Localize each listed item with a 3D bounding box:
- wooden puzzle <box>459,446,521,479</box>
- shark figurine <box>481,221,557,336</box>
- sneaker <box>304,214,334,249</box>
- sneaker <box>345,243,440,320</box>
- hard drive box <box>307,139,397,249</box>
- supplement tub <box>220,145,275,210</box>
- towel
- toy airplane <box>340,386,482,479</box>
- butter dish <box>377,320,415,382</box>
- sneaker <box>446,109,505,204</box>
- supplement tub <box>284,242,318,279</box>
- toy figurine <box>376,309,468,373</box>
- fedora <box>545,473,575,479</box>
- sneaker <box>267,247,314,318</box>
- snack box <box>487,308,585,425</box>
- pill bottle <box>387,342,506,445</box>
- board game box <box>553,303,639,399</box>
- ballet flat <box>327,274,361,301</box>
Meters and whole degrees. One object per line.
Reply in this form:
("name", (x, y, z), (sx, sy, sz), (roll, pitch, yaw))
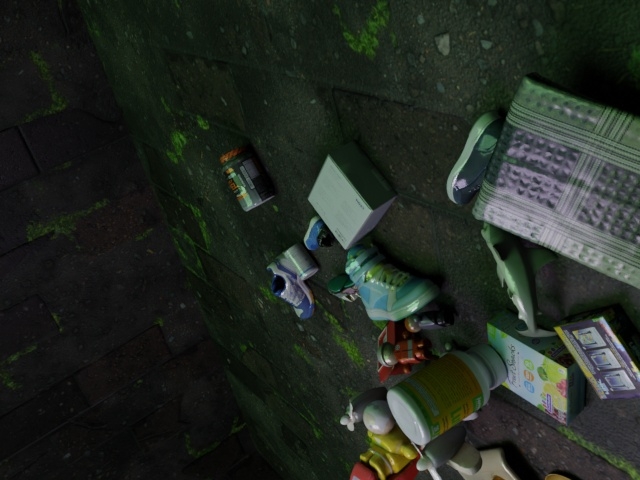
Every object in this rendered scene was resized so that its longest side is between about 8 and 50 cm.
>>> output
("wooden puzzle", (0.513, 0.739, 1.790), (0.348, 0.080, 0.322), (54, 160, 11))
("shark figurine", (0.406, 0.074, 1.274), (0.166, 0.116, 0.278), (-26, -86, -82))
("sneaker", (-0.001, 0.000, 1.973), (0.085, 0.058, 0.152), (56, 149, 27))
("sneaker", (0.165, 0.094, 1.698), (0.208, 0.127, 0.319), (59, 154, -3))
("hard drive box", (0.074, -0.110, 1.679), (0.181, 0.089, 0.232), (53, 155, 11))
("supplement tub", (-0.238, -0.200, 2.120), (0.190, 0.117, 0.117), (61, 155, -4))
("towel", (0.424, -0.085, 1.027), (0.324, 0.056, 0.312), (27, 142, 16))
("toy airplane", (0.226, 0.497, 1.743), (0.386, 0.384, 0.272), (-29, 120, 25))
("butter dish", (0.228, 0.308, 1.839), (0.160, 0.118, 0.160), (106, 169, -60))
("sneaker", (0.327, -0.106, 1.225), (0.163, 0.086, 0.226), (49, 152, 25))
("supplement tub", (-0.062, 0.069, 2.146), (0.107, 0.071, 0.071), (55, 155, 11))
("toy figurine", (0.258, 0.289, 1.621), (0.148, 0.209, 0.213), (-18, 110, 41))
("fedora", (0.595, 0.655, 1.578), (0.194, 0.079, 0.194), (42, 149, 32))
("sneaker", (-0.111, 0.167, 2.275), (0.111, 0.131, 0.297), (27, 141, 46))
("snack box", (0.459, 0.268, 1.413), (0.207, 0.070, 0.175), (32, 144, 48))
("pill bottle", (0.281, 0.326, 1.441), (0.136, 0.245, 0.136), (52, 158, 30))
("board game box", (0.539, 0.212, 1.231), (0.170, 0.048, 0.141), (57, 157, 3))
("ballet flat", (0.093, 0.142, 1.955), (0.079, 0.077, 0.221), (43, 157, -12))
